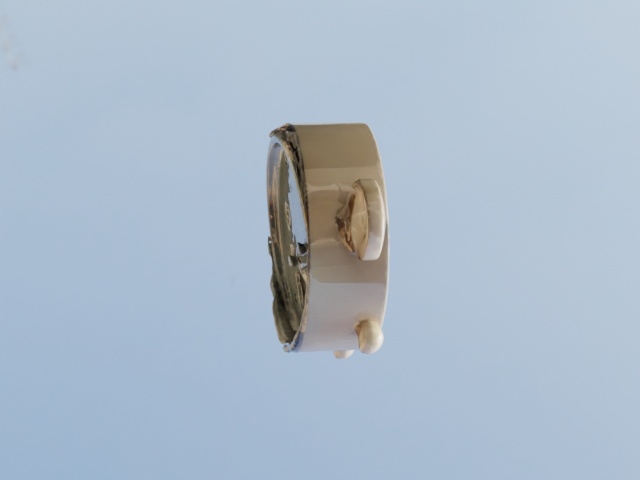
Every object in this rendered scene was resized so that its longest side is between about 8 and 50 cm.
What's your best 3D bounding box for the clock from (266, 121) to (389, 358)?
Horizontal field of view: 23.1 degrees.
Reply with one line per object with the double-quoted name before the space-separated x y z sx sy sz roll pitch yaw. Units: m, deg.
"clock" 0.000 0.000 1.026 0.063 0.155 0.229 -1 175 -9
